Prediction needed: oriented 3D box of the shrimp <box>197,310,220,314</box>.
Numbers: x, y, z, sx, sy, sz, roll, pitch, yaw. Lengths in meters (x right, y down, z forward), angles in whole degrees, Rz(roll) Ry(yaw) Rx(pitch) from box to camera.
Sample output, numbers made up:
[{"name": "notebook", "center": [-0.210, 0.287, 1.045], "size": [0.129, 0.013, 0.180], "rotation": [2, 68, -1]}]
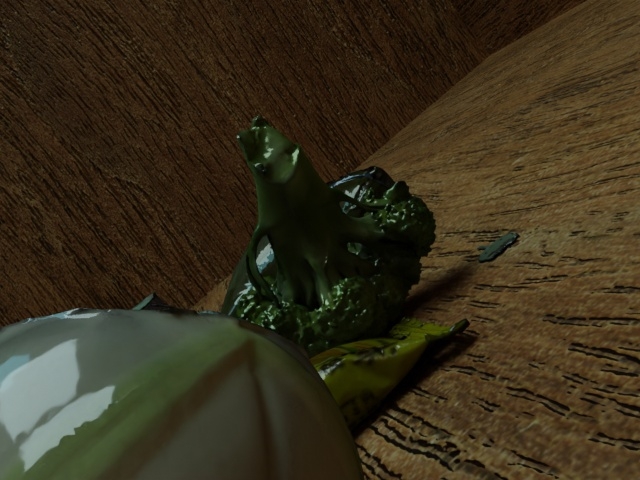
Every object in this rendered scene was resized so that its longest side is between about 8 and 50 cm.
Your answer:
[{"name": "shrimp", "center": [-0.351, 0.275, 1.556], "size": [0.372, 0.137, 0.172], "rotation": [-39, -9, -4]}]

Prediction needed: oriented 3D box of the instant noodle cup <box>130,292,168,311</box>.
[{"name": "instant noodle cup", "center": [-0.208, 0.215, 0.926], "size": [0.243, 0.231, 0.243], "rotation": [-39, 9, 7]}]

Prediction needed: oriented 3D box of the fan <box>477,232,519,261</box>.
[{"name": "fan", "center": [0.219, 0.008, 0.935], "size": [0.056, 0.004, 0.083], "rotation": [-40, 7, -9]}]

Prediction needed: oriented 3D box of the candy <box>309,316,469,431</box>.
[{"name": "candy", "center": [0.009, 0.164, 0.774], "size": [0.297, 0.081, 0.187], "rotation": [-28, 3, -14]}]

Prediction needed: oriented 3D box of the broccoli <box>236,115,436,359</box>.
[{"name": "broccoli", "center": [0.026, 0.024, 0.903], "size": [0.254, 0.302, 0.186], "rotation": [-3, 39, -13]}]

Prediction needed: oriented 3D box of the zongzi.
[{"name": "zongzi", "center": [-0.025, 0.049, 1.319], "size": [0.356, 0.174, 0.393], "rotation": [-24, 26, 42]}]

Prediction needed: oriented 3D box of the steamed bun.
[{"name": "steamed bun", "center": [-0.119, 0.210, 0.477], "size": [0.309, 0.309, 0.309], "rotation": [-38, 8, 6]}]
